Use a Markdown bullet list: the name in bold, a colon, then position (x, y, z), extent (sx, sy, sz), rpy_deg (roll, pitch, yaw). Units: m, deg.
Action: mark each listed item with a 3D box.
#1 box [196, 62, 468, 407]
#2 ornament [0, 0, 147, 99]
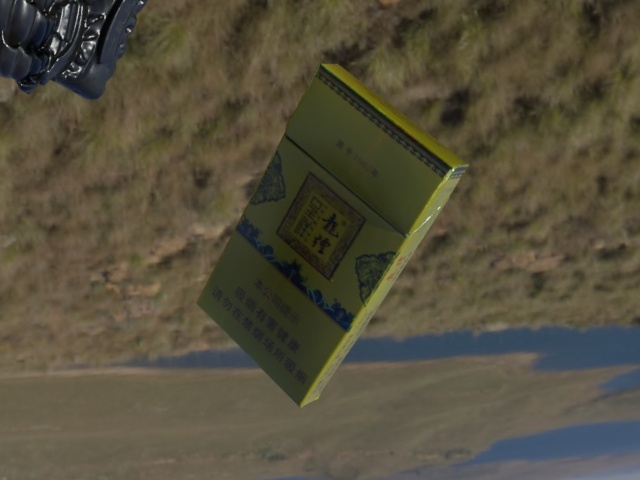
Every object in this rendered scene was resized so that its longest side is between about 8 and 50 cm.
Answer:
- **box**: position (0.000, 0.001, 0.801), extent (0.041, 0.153, 0.279), rpy_deg (-15, 141, -54)
- **ornament**: position (-0.294, -0.281, 0.964), extent (0.106, 0.251, 0.260), rpy_deg (27, -170, 10)
